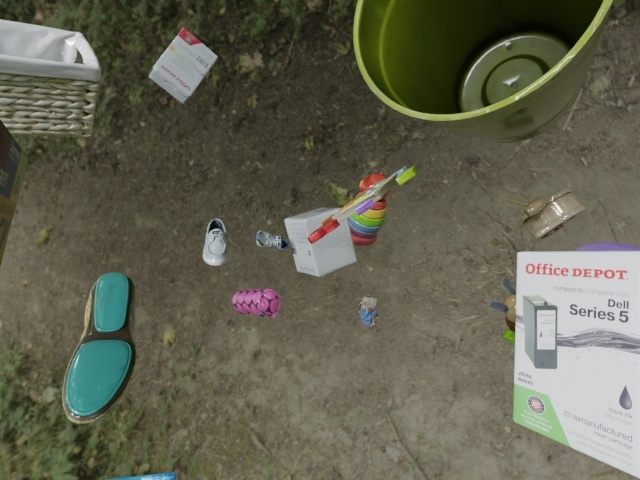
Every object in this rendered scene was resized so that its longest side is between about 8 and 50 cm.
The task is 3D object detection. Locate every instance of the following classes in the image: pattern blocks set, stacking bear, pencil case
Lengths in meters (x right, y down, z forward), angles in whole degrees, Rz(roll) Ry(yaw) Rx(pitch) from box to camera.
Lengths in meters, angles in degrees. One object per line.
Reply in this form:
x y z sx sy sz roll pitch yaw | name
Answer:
0.109 -0.103 1.062 0.285 0.325 0.026 -31 96 22 | pattern blocks set
0.191 -0.135 1.724 0.164 0.175 0.289 20 129 4 | stacking bear
-0.225 0.220 1.509 0.209 0.095 0.098 -7 120 54 | pencil case

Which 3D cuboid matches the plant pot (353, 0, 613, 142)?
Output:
0.301 -0.331 0.747 0.366 0.353 0.367 -4 82 34 | plant pot

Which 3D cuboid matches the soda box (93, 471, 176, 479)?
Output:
-0.476 0.634 1.091 0.067 0.210 0.071 123 145 -57 | soda box

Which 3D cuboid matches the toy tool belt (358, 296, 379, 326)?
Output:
0.114 0.177 1.022 0.052 0.051 0.083 3 127 14 | toy tool belt

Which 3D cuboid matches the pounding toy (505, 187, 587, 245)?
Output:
0.654 -0.100 1.271 0.154 0.269 0.155 -34 71 10 | pounding toy

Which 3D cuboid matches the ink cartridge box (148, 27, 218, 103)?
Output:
-0.414 -0.526 1.309 0.072 0.127 0.175 -8 50 55 | ink cartridge box

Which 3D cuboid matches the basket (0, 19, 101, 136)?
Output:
-0.370 -0.197 0.528 0.113 0.167 0.103 52 133 33 | basket

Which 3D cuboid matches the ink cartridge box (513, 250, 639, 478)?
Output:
0.392 0.150 0.617 0.198 0.114 0.273 176 97 -67 | ink cartridge box

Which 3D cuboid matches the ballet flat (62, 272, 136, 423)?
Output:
-0.445 0.225 0.903 0.123 0.123 0.349 -42 40 26 | ballet flat

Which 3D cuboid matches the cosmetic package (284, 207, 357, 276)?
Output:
0.000 0.000 1.379 0.151 0.151 0.184 6 112 61 | cosmetic package

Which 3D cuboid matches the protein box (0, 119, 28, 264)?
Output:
-0.332 -0.003 0.271 0.136 0.201 0.200 -4 74 63 | protein box

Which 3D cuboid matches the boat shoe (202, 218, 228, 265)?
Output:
-0.342 -0.002 1.403 0.227 0.079 0.081 -115 27 -58 | boat shoe

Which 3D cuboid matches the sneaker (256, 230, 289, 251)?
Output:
-0.145 0.000 1.337 0.058 0.135 0.052 -3 77 31 | sneaker

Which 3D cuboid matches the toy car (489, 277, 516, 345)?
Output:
0.574 0.202 1.273 0.155 0.188 0.149 -58 16 -15 | toy car

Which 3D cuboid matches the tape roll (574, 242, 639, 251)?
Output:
0.612 0.107 0.819 0.274 0.274 0.090 27 126 38 | tape roll
